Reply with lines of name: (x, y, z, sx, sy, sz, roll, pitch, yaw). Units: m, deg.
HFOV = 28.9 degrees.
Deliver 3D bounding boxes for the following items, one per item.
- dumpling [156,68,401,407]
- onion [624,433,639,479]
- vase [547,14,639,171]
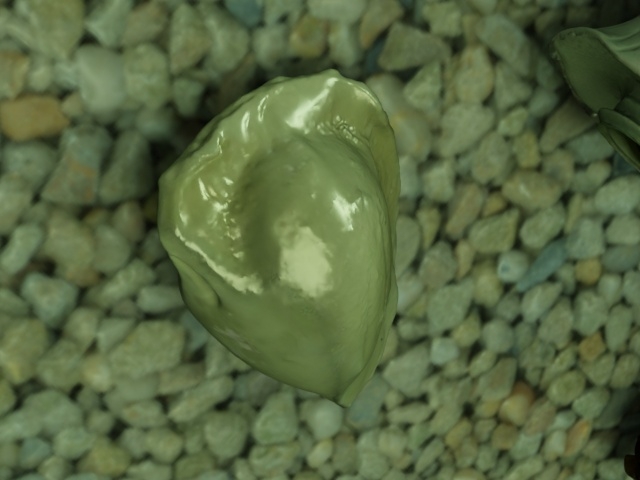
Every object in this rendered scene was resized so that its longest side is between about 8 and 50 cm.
dumpling: (0.000, 0.000, 0.786, 0.252, 0.131, 0.179, 50, 59, -41)
onion: (0.442, 0.110, 0.968, 0.420, 0.398, 0.398, -22, 129, 32)
vase: (0.363, -0.214, 0.823, 0.445, 0.250, 0.250, -46, 122, 0)
